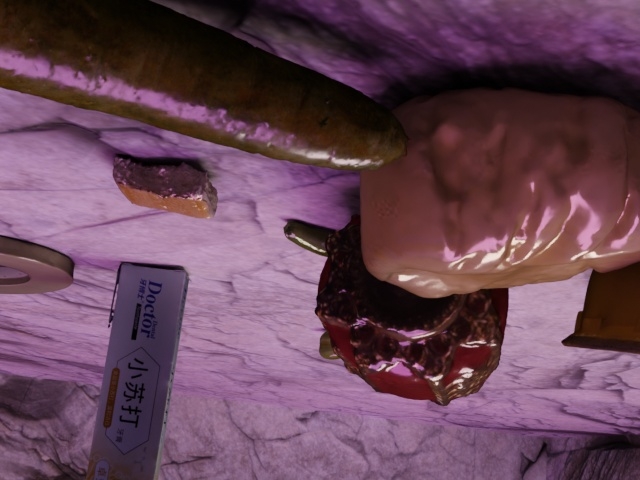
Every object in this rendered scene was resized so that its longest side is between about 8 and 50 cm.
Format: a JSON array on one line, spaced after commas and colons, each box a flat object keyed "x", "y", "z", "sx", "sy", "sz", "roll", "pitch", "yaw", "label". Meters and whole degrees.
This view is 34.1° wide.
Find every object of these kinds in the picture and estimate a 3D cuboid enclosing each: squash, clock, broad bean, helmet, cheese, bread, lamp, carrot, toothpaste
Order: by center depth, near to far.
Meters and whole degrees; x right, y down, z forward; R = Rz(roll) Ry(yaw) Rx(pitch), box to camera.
[{"x": -0.104, "y": -0.095, "z": 0.538, "sx": 0.359, "sy": 0.074, "sz": 0.074, "roll": 13, "pitch": 164, "yaw": -26, "label": "carrot"}, {"x": 0.136, "y": -0.028, "z": 0.702, "sx": 0.214, "sy": 0.117, "sz": 0.226, "roll": -5, "pitch": 169, "yaw": 19, "label": "cheese"}, {"x": 0.298, "y": 0.027, "z": 0.785, "sx": 0.205, "sy": 0.140, "sz": 0.257, "roll": 5, "pitch": 174, "yaw": -9, "label": "helmet"}, {"x": -0.127, "y": -0.043, "z": 0.860, "sx": 0.083, "sy": 0.035, "sz": 0.070, "roll": 9, "pitch": 166, "yaw": 10, "label": "bread"}, {"x": 0.088, "y": 0.060, "z": 0.944, "sx": 0.177, "sy": 0.177, "sz": 0.274, "roll": 2, "pitch": 164, "yaw": 9, "label": "lamp"}, {"x": -0.001, "y": 0.001, "z": 1.014, "sx": 0.089, "sy": 0.027, "sz": 0.027, "roll": 16, "pitch": 162, "yaw": -33, "label": "squash"}, {"x": -0.217, "y": 0.186, "z": 1.225, "sx": 0.089, "sy": 0.312, "sz": 0.071, "roll": 7, "pitch": 168, "yaw": 2, "label": "toothpaste"}, {"x": -0.411, "y": 0.026, "z": 1.237, "sx": 0.235, "sy": 0.029, "sz": 0.235, "roll": 2, "pitch": 165, "yaw": 1, "label": "clock"}, {"x": 0.039, "y": 0.159, "z": 1.591, "sx": 0.083, "sy": 0.045, "sz": 0.063, "roll": -2, "pitch": 168, "yaw": -8, "label": "broad bean"}]
